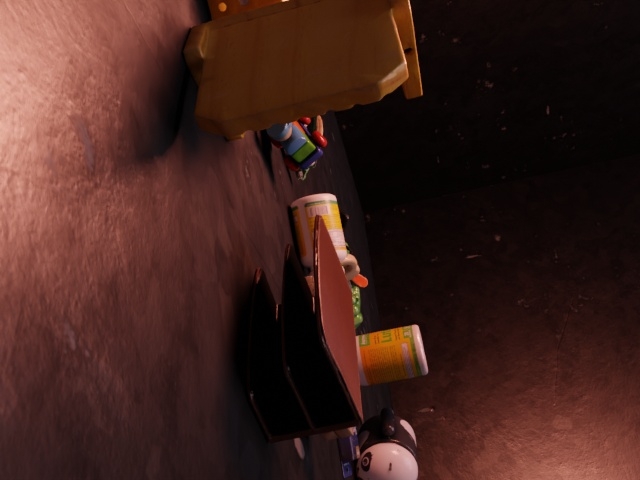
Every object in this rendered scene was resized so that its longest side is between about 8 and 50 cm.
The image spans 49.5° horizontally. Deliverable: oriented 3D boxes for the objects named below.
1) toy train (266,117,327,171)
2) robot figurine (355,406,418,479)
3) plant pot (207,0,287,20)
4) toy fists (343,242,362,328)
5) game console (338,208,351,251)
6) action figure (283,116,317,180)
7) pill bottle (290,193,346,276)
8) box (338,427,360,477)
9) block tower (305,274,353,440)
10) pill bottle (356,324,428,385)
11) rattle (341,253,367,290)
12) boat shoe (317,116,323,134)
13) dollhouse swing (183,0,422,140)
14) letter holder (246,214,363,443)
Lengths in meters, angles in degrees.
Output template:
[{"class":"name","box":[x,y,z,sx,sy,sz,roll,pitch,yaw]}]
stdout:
[{"class":"toy train","box":[-0.098,-0.281,1.577,0.143,0.105,0.248,37,17,-53]},{"class":"robot figurine","box":[0.181,0.594,1.927,0.209,0.174,0.278,52,13,-10]},{"class":"plant pot","box":[-0.109,-0.452,1.332,0.187,0.212,0.212,-37,116,-68]},{"class":"toy fists","box":[0.072,0.137,2.104,0.142,0.096,0.279,52,28,-71]},{"class":"game console","box":[0.037,-0.042,1.794,0.071,0.122,0.107,-2,119,-45]},{"class":"action figure","box":[-0.056,-0.258,1.760,0.063,0.137,0.232,-65,154,-54]},{"class":"pill bottle","box":[0.000,0.000,1.698,0.117,0.118,0.208,38,40,-78]},{"class":"box","box":[0.065,0.478,1.755,0.136,0.037,0.225,53,27,-72]},{"class":"block tower","box":[-0.006,0.226,1.408,0.097,0.091,0.335,67,13,-58]},{"class":"pill bottle","box":[0.156,0.315,1.867,0.136,0.246,0.136,-12,90,-83]},{"class":"rattle","box":[0.038,0.060,1.885,0.143,0.130,0.200,41,17,32]},{"class":"boat shoe","box":[-0.038,-0.318,1.986,0.092,0.103,0.285,63,11,-47]},{"class":"dollhouse swing","box":[-0.009,-0.219,1.096,0.315,0.347,0.305,67,13,-57]},{"class":"letter holder","box":[-0.039,0.126,1.114,0.302,0.152,0.214,-92,166,-53]}]
